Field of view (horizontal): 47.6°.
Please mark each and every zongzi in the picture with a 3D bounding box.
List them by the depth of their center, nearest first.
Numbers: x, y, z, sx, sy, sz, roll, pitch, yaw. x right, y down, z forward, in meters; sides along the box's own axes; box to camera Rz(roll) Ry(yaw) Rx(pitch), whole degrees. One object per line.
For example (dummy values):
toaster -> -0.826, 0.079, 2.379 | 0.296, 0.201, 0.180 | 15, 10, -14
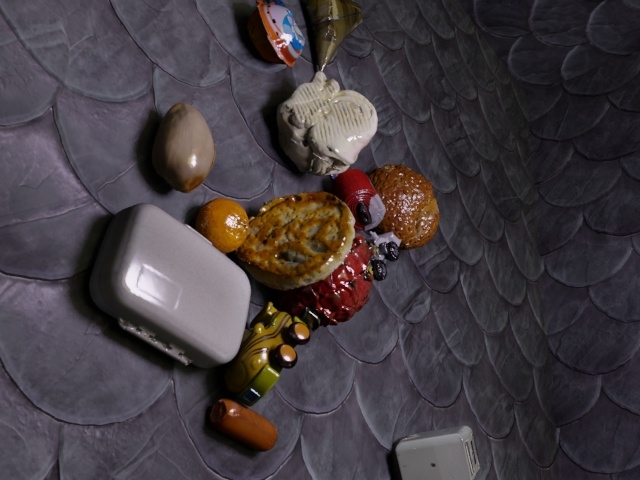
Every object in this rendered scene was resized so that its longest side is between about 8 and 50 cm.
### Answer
zongzi -> 0.059, -0.687, 2.466 | 0.260, 0.123, 0.289 | -4, 88, -58

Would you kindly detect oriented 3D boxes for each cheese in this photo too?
cheese -> -0.131, -0.630, 2.151 | 0.217, 0.129, 0.329 | 57, 18, -30

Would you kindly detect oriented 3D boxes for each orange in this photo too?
orange -> -0.232, -0.037, 1.740 | 0.135, 0.117, 0.136 | 39, 39, -41

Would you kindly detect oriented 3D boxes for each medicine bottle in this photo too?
medicine bottle -> -0.308, 0.101, 1.562 | 0.375, 0.123, 0.282 | 40, 44, -37

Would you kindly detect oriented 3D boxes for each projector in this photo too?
projector -> 0.337, 0.647, 2.146 | 0.177, 0.242, 0.163 | 17, 59, -70

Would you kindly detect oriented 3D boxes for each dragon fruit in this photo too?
dragon fruit -> 0.021, 0.106, 1.903 | 0.299, 0.244, 0.244 | -39, 112, -15

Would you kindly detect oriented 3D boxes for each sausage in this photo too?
sausage -> -0.170, 0.423, 1.654 | 0.197, 0.076, 0.076 | 42, 44, -37

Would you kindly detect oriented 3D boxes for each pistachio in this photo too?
pistachio -> -0.315, -0.211, 1.686 | 0.144, 0.144, 0.215 | 28, 56, -46

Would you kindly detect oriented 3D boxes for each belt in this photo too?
belt -> 0.120, -0.116, 2.228 | 0.201, 0.128, 0.124 | 55, 8, -52

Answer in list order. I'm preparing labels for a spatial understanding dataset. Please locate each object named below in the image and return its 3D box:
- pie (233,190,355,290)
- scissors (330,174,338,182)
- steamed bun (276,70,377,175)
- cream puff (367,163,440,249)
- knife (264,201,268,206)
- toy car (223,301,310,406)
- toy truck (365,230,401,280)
pie -> -0.062, 0.003, 1.801 | 0.092, 0.315, 0.315 | 70, 27, -43
scissors -> 0.034, -0.226, 2.298 | 0.039, 0.012, 0.113 | -36, 105, -55
steamed bun -> 0.012, -0.318, 2.132 | 0.268, 0.207, 0.280 | 39, 61, 7
cream puff -> 0.286, -0.116, 2.426 | 0.303, 0.212, 0.303 | 42, 39, -47
knife -> -0.070, -0.053, 2.018 | 0.207, 0.014, 0.030 | 30, 42, -23
toy car -> -0.140, 0.256, 1.691 | 0.142, 0.200, 0.248 | 39, 36, -5
toy truck -> 0.155, 0.046, 2.235 | 0.111, 0.136, 0.286 | 64, 32, -18
